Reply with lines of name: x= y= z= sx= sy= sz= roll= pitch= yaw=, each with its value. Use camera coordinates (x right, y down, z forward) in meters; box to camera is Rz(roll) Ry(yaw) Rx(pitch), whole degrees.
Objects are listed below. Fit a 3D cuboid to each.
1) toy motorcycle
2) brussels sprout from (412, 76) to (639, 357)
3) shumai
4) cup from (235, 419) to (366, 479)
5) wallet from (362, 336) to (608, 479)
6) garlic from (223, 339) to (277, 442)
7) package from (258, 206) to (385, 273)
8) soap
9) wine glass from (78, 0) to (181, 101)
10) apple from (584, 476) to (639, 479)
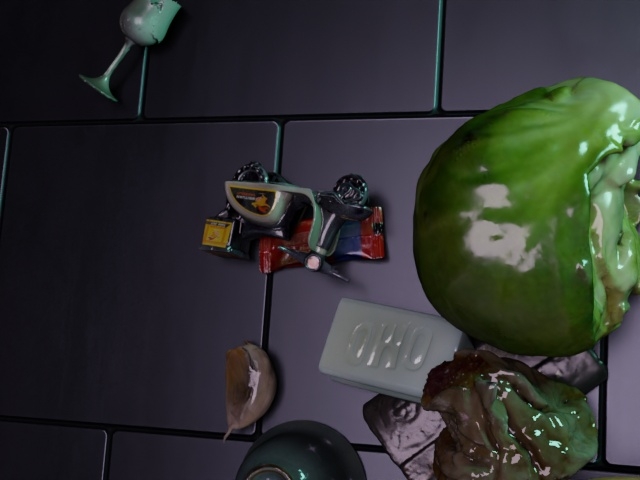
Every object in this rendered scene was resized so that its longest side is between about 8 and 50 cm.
toy motorcycle: x=-0.044 y=-0.032 z=1.503 sx=0.263 sy=0.091 sz=0.157 roll=8 pitch=82 yaw=30
brussels sprout: x=0.273 y=-0.040 z=1.315 sx=0.314 sy=0.276 sz=0.371 roll=20 pitch=76 yaw=24
shumai: x=0.240 y=0.224 z=1.269 sx=0.218 sy=0.185 sz=0.184 roll=-10 pitch=46 yaw=5
cup: x=-0.049 y=0.352 z=1.419 sx=0.199 sy=0.150 sz=0.199 roll=-3 pitch=79 yaw=17
wallet: x=0.225 y=0.211 z=1.413 sx=0.321 sy=0.044 sz=0.170 roll=-38 pitch=70 yaw=8
garlic: x=-0.103 y=0.222 z=1.511 sx=0.084 sy=0.066 sz=0.152 roll=-18 pitch=69 yaw=42
package: x=0.000 y=0.000 z=1.533 sx=0.200 sy=0.022 sz=0.083 roll=-7 pitch=74 yaw=18
soap: x=0.108 y=0.158 z=1.422 sx=0.198 sy=0.066 sz=0.119 roll=10 pitch=74 yaw=31
wine glass: x=-0.311 y=-0.328 z=1.664 sx=0.079 sy=0.079 sz=0.195 roll=37 pitch=93 yaw=20
apple: x=0.339 y=0.451 z=1.166 sx=0.363 sy=0.364 sz=0.364 roll=-3 pitch=79 yaw=17
